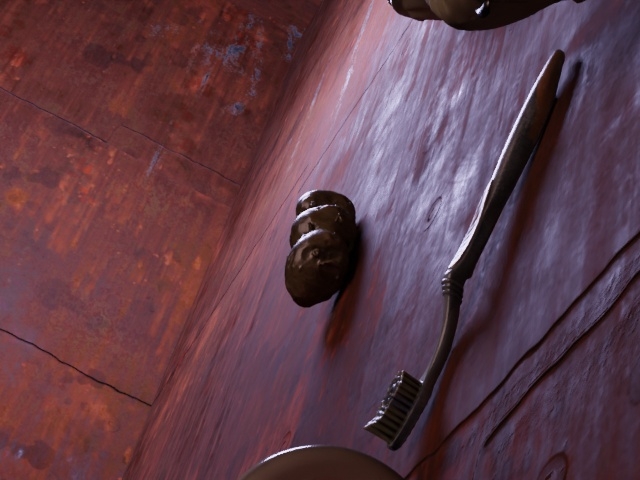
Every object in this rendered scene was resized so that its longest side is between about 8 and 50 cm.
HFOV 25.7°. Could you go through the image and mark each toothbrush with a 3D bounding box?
[{"bbox_3d":[0.128,-0.002,1.136,0.375,0.037,0.028,-63,11,-19],"label":"toothbrush"}]

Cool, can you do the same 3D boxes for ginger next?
[{"bbox_3d":[0.000,0.000,1.719,0.204,0.080,0.104,-79,12,-55],"label":"ginger"}]

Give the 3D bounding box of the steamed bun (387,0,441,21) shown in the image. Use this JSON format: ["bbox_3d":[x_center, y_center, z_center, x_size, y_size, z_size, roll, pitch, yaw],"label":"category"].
[{"bbox_3d":[0.158,-0.352,1.778,0.183,0.106,0.183,-157,90,-81],"label":"steamed bun"}]

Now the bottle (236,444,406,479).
[{"bbox_3d":[-0.017,0.233,0.929,0.236,0.147,0.147,117,177,-64],"label":"bottle"}]

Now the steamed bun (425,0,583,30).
[{"bbox_3d":[0.190,-0.326,1.068,0.346,0.237,0.394,86,162,-47],"label":"steamed bun"}]
